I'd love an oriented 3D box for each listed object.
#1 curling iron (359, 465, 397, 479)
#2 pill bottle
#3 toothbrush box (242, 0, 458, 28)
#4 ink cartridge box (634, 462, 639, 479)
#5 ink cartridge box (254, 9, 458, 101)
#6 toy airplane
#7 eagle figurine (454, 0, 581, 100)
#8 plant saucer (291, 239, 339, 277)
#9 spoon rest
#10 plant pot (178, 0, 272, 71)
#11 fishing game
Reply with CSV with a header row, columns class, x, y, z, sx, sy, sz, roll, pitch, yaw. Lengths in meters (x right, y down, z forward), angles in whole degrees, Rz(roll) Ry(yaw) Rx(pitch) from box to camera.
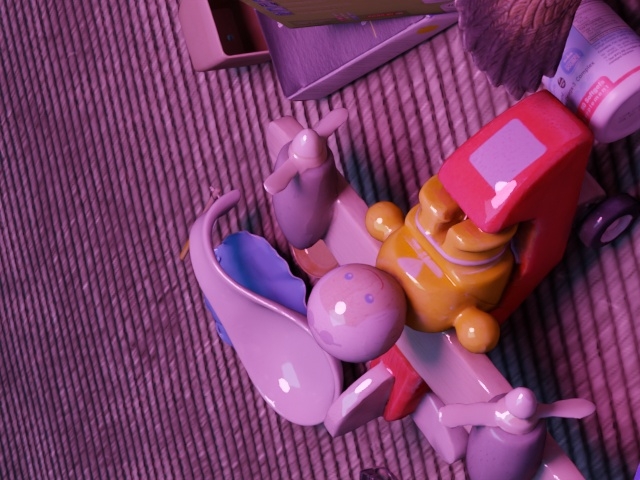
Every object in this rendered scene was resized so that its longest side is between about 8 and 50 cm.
class,x,y,z,sx,sy,sz,roll,pitch,yaw
curling iron,0.004,0.323,1.555,0.274,0.035,0.068,-33,70,44
pill bottle,0.226,-0.168,1.179,0.160,0.087,0.087,53,131,26
toothbrush box,0.023,-0.273,1.156,0.206,0.283,0.122,-3,88,18
ink cartridge box,0.384,0.163,0.857,0.270,0.396,0.151,31,119,39
ink cartridge box,0.031,-0.335,1.361,0.307,0.072,0.303,-25,80,47
toy airplane,0.085,0.062,1.241,0.386,0.272,0.384,2,100,46
eagle figurine,0.234,-0.280,1.055,0.226,0.225,0.298,-30,51,54
plant saucer,0.000,0.000,1.505,0.083,0.015,0.083,13,108,44
spoon rest,-0.067,0.081,1.487,0.137,0.084,0.276,-40,76,47
plant pot,-0.098,-0.241,1.498,0.096,0.109,0.109,-29,77,55
fishing game,-0.067,0.076,1.577,0.264,0.041,0.189,48,137,21
